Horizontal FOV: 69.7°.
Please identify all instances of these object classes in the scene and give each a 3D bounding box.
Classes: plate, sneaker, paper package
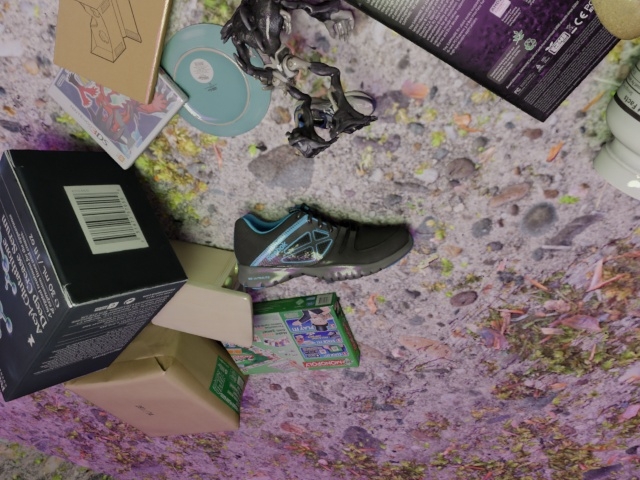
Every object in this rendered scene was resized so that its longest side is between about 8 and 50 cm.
[{"bbox_3d":[-0.175,-0.252,0.751,0.188,0.024,0.188,6,130,8],"label":"plate"},{"bbox_3d":[0.020,-0.199,0.731,0.135,0.058,0.052,-4,127,14],"label":"sneaker"},{"bbox_3d":[-0.388,0.346,1.148,0.309,0.168,0.325,-12,134,20],"label":"paper package"},{"bbox_3d":[0.000,0.000,0.852,0.340,0.125,0.140,-8,101,4],"label":"sneaker"}]

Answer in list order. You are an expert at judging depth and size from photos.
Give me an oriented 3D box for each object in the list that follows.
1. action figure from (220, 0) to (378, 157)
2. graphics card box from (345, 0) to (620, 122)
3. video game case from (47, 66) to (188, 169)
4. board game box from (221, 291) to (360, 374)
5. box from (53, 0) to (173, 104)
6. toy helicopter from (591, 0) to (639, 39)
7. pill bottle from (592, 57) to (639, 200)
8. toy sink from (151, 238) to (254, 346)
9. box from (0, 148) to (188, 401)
[{"bbox_3d":[-0.037,-0.261,0.647,0.164,0.141,0.276,-26,92,36],"label":"action figure"},{"bbox_3d":[0.203,-0.338,0.560,0.371,0.094,0.233,27,128,-9],"label":"graphics card box"},{"bbox_3d":[-0.345,-0.244,0.774,0.201,0.023,0.183,-34,106,32],"label":"video game case"},{"bbox_3d":[-0.085,0.233,1.106,0.317,0.046,0.213,-9,127,18],"label":"board game box"},{"bbox_3d":[-0.311,-0.330,0.686,0.164,0.021,0.201,24,118,-1],"label":"box"},{"bbox_3d":[0.311,-0.334,0.414,0.235,0.355,0.140,21,168,-25],"label":"toy helicopter"},{"bbox_3d":[0.487,-0.202,0.552,0.181,0.181,0.323,16,130,-2],"label":"pill bottle"},{"bbox_3d":[-0.235,0.107,0.982,0.234,0.131,0.153,11,130,9],"label":"toy sink"},{"bbox_3d":[-0.480,0.068,0.867,0.395,0.212,0.293,-42,72,34],"label":"box"}]
